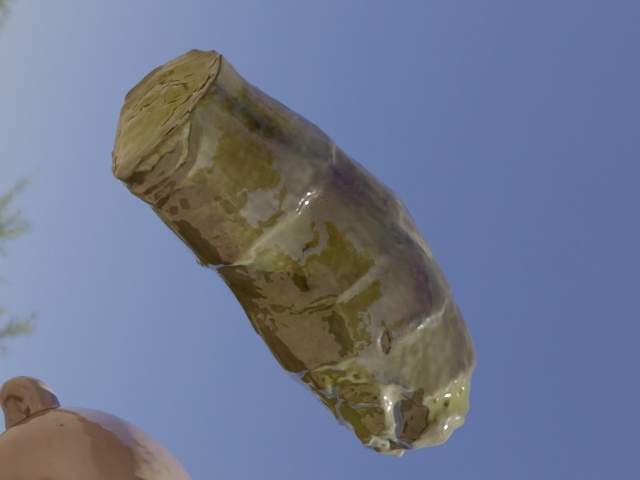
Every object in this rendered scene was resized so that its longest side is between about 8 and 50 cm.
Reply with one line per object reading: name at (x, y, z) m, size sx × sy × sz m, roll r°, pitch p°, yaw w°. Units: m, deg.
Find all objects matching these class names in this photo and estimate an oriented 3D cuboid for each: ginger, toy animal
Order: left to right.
toy animal at (-0.157, 0.241, 0.823) m, size 0.210 × 0.221 × 0.229 m, roll 19°, pitch -115°, yaw 43°
ginger at (-0.006, 0.007, 0.716) m, size 0.116 × 0.263 × 0.109 m, roll -44°, pitch -163°, yaw 1°
